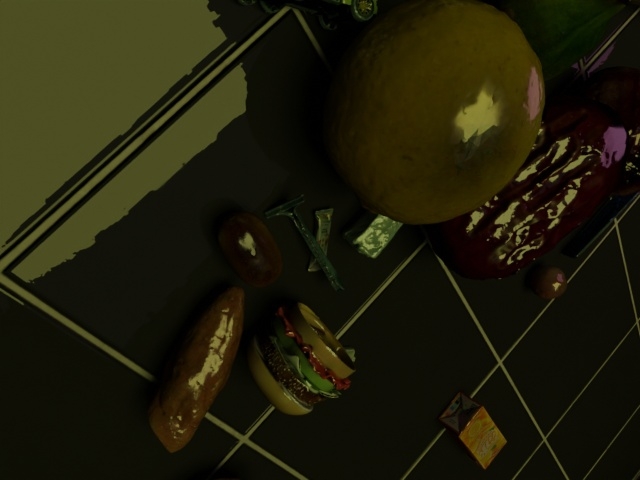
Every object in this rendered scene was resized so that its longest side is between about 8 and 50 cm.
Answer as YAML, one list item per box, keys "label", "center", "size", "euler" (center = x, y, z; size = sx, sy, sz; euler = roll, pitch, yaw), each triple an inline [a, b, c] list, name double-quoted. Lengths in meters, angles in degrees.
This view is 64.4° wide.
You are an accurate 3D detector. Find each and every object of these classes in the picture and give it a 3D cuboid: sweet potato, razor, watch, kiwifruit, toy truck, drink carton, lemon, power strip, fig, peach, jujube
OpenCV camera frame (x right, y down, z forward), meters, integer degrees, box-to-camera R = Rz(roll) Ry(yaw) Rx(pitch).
- label: "sweet potato"
  center: [-0.177, 0.179, 0.735]
  size: [0.097, 0.097, 0.251]
  euler: [23, 91, -39]
- label: "razor"
  center: [-0.010, 0.009, 0.802]
  size: [0.066, 0.033, 0.190]
  euler: [-25, 119, 16]
- label: "watch"
  center: [0.709, -0.118, 1.233]
  size: [0.274, 0.068, 0.276]
  euler: [-21, 121, -26]
- label: "kiwifruit"
  center: [-0.100, 0.013, 0.728]
  size: [0.075, 0.075, 0.124]
  euler: [-40, 122, -14]
- label: "toy truck"
  center: [-0.016, -0.342, 0.628]
  size: [0.191, 0.085, 0.116]
  euler: [1, 100, -32]
- label: "drink carton"
  center: [0.379, 0.470, 1.253]
  size: [0.096, 0.071, 0.223]
  euler: [-46, 128, -11]
- label: "lemon"
  center: [0.146, -0.171, 0.687]
  size: [0.297, 0.297, 0.297]
  euler: [-14, 117, -30]
- label: "power strip"
  center: [0.026, 0.218, 0.936]
  size: [0.090, 0.016, 0.040]
  euler: [6, 105, -37]
- label: "fig"
  center: [0.404, -0.358, 0.815]
  size: [0.203, 0.235, 0.203]
  euler: [-10, 111, -29]
- label: "fig"
  center: [0.579, -0.222, 1.009]
  size: [0.224, 0.224, 0.263]
  euler: [6, 88, -36]
- label: "peach"
  center: [0.535, 0.100, 1.198]
  size: [0.083, 0.083, 0.083]
  euler: [-14, 117, -30]
- label: "jujube"
  center: [0.353, -0.094, 0.894]
  size: [0.377, 0.258, 0.258]
  euler: [-33, 126, -1]

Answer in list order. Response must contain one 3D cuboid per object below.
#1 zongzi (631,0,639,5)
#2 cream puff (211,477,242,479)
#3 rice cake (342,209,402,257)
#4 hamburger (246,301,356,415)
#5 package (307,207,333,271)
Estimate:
- label: "zongzi"
  center: [0.677, -0.493, 1.037]
  size: [0.228, 0.115, 0.256]
  euler: [-39, 137, -11]
- label: "cream puff"
  center: [-0.171, 0.486, 0.844]
  size: [0.189, 0.129, 0.189]
  euler: [-7, 104, -31]
- label: "rice cake"
  center: [0.165, -0.113, 0.856]
  size: [0.063, 0.066, 0.336]
  euler: [43, 82, -18]
- label: "hamburger"
  center: [-0.038, 0.191, 0.796]
  size: [0.137, 0.175, 0.175]
  euler: [-41, 128, 3]
- label: "package"
  center: [0.000, 0.000, 0.827]
  size: [0.037, 0.015, 0.110]
  euler: [-10, 117, -37]
